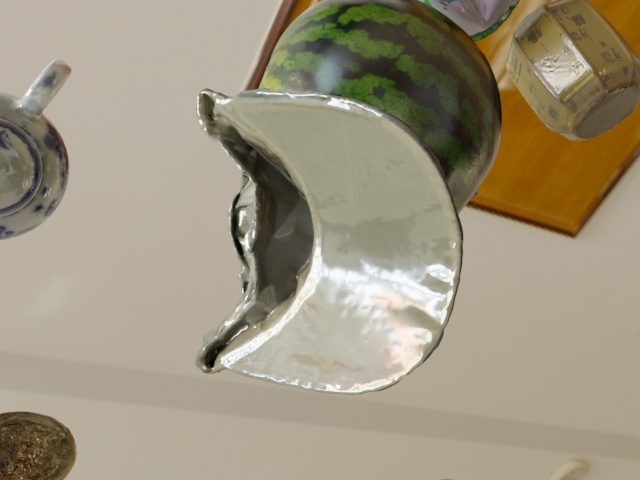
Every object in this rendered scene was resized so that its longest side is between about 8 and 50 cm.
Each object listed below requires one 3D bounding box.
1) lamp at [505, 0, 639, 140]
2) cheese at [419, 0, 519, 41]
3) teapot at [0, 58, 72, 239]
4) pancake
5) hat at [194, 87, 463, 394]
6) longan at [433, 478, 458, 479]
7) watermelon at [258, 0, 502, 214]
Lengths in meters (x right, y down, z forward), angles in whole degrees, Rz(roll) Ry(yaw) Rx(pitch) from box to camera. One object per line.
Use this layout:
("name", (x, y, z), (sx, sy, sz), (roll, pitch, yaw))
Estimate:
("lamp", (0.364, -0.246, 1.032), (0.161, 0.161, 0.185), (1, -126, -41))
("cheese", (0.221, -0.397, 0.955), (0.204, 0.320, 0.083), (41, -176, -30))
("teapot", (-0.545, -0.124, 1.188), (0.252, 0.424, 0.280), (37, 173, -21))
("pancake", (-0.393, 0.282, 0.937), (0.152, 0.025, 0.151), (15, -147, -10))
("hat", (0.000, 0.000, 0.535), (0.245, 0.214, 0.149), (8, -169, 25))
("longan", (0.228, 0.604, 1.265), (0.288, 0.288, 0.350), (15, -116, -24))
("watermelon", (0.056, -0.127, 0.798), (0.285, 0.285, 0.285), (22, -150, -13))
